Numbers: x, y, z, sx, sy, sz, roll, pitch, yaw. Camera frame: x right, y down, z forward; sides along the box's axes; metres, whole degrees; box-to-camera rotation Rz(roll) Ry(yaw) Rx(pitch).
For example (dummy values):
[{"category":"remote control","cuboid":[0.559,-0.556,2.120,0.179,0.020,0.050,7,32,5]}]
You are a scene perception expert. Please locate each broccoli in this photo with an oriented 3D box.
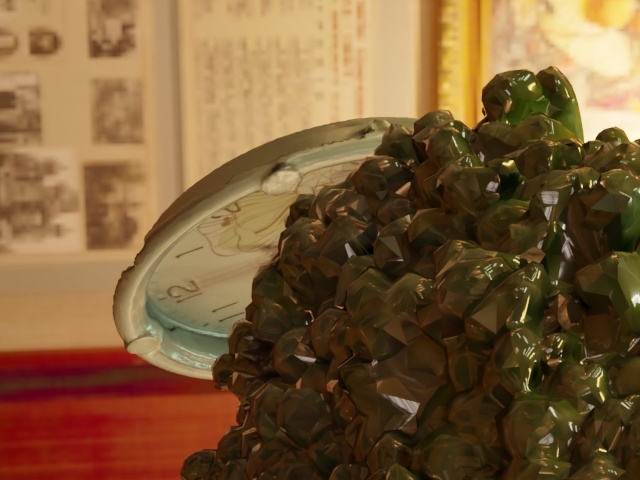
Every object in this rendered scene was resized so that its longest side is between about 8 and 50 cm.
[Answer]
[{"category":"broccoli","cuboid":[0.051,0.132,0.417,0.272,0.324,0.334,50,-6,-15]}]

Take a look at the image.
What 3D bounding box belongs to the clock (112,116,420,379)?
[{"category":"clock","cuboid":[0.000,0.000,0.840,0.236,0.237,0.053,97,-20,-59]}]
